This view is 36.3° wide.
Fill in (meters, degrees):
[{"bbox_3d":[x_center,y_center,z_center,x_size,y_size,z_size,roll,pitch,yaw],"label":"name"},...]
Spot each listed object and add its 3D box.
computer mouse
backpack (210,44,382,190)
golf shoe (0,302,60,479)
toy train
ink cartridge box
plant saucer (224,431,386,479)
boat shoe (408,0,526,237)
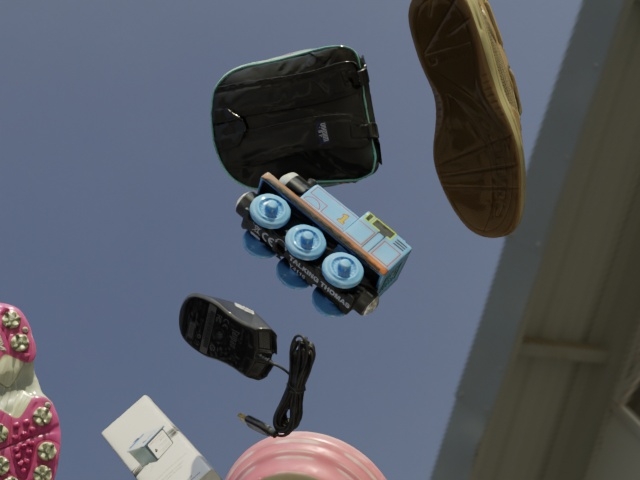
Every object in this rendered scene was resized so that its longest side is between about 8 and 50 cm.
[{"bbox_3d":[-0.114,0.191,1.510,0.060,0.262,0.184,-15,-61,-54],"label":"computer mouse"},{"bbox_3d":[-0.032,-0.137,1.152,0.188,0.144,0.166,-11,-85,0],"label":"backpack"},{"bbox_3d":[-0.455,0.249,1.421,0.115,0.306,0.140,-4,-20,-29],"label":"golf shoe"},{"bbox_3d":[0.000,0.000,1.007,0.105,0.184,0.080,-40,-19,-35],"label":"toy train"},{"bbox_3d":[-0.178,0.303,1.237,0.082,0.190,0.140,-42,-51,-16],"label":"ink cartridge box"},{"bbox_3d":[-0.027,0.500,1.685,0.332,0.332,0.084,-60,-6,18],"label":"plant saucer"},{"bbox_3d":[0.211,-0.173,1.266,0.110,0.121,0.341,-34,-64,-50],"label":"boat shoe"}]
